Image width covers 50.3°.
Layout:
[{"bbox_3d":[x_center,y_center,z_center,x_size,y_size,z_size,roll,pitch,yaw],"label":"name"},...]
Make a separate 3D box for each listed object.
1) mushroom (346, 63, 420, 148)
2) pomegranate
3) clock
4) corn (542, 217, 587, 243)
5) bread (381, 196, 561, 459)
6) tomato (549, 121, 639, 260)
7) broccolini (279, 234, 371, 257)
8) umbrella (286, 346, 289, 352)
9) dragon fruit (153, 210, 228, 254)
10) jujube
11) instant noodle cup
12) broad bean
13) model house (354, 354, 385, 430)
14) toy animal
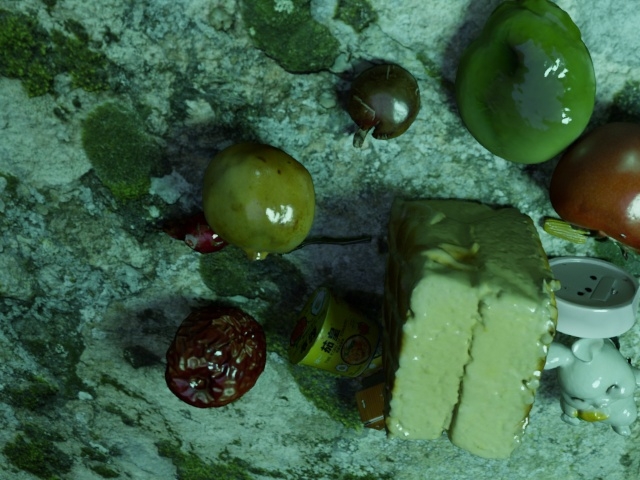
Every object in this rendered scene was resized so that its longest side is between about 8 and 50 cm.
[{"bbox_3d":[0.109,-0.245,1.273,0.135,0.080,0.170,33,115,2],"label":"mushroom"},{"bbox_3d":[-0.113,-0.080,1.315,0.233,0.233,0.233,4,118,7],"label":"pomegranate"},{"bbox_3d":[0.515,0.107,1.330,0.197,0.197,0.068,2,119,8],"label":"clock"},{"bbox_3d":[0.488,-0.019,1.359,0.092,0.037,0.037,19,119,3],"label":"corn"},{"bbox_3d":[0.260,0.145,1.290,0.279,0.390,0.371,4,120,1],"label":"bread"},{"bbox_3d":[0.540,-0.087,1.199,0.256,0.256,0.224,25,103,-5],"label":"tomato"},{"bbox_3d":[0.000,-0.001,1.452,0.218,0.042,0.044,-8,115,6],"label":"broccolini"},{"bbox_3d":[-0.009,0.238,1.585,0.149,0.022,0.022,-18,109,13],"label":"umbrella"},{"bbox_3d":[-0.272,-0.013,1.454,0.191,0.094,0.094,-4,117,16],"label":"dragon fruit"},{"bbox_3d":[-0.227,0.248,1.503,0.213,0.232,0.213,4,114,9],"label":"jujube"},{"bbox_3d":[0.034,0.209,1.482,0.144,0.182,0.182,25,119,-17],"label":"instant noodle cup"},{"bbox_3d":[0.353,-0.274,1.189,0.238,0.119,0.291,-3,113,23],"label":"broad bean"},{"bbox_3d":[0.198,0.366,1.554,0.219,0.136,0.207,-24,110,20],"label":"model house"},{"bbox_3d":[0.550,0.283,1.403,0.325,0.154,0.208,41,142,-23],"label":"toy animal"}]
